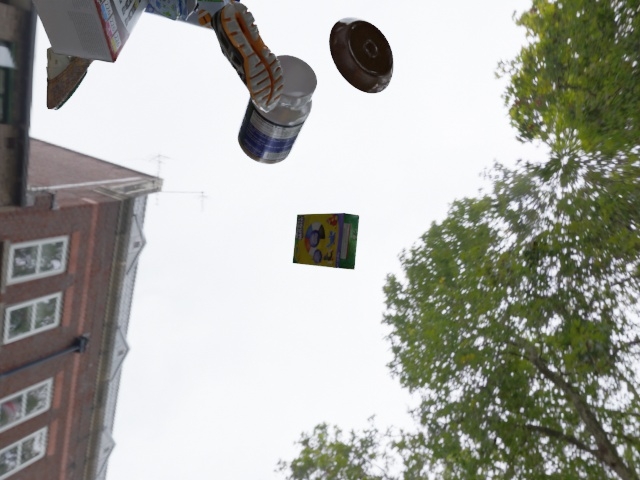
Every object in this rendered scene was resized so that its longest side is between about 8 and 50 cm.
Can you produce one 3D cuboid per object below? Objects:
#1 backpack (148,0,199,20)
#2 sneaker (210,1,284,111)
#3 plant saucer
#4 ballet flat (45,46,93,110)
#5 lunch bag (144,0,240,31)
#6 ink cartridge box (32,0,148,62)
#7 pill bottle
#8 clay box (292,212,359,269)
[{"bbox_3d":[-0.344,-0.563,1.207,0.114,0.084,0.105,31,-30,7],"label":"backpack"},{"bbox_3d":[-0.141,-0.352,1.041,0.083,0.084,0.214,14,-44,46],"label":"sneaker"},{"bbox_3d":[0.110,-0.453,1.288,0.036,0.199,0.198,-20,-91,54],"label":"plant saucer"},{"bbox_3d":[-0.639,-0.487,1.389,0.108,0.106,0.316,29,-99,44],"label":"ballet flat"},{"bbox_3d":[-0.372,-0.792,1.435,0.239,0.328,0.385,37,-61,46],"label":"lunch bag"},{"bbox_3d":[-0.429,-0.545,0.985,0.130,0.309,0.271,9,-123,1],"label":"ink cartridge box"},{"bbox_3d":[-0.107,-0.316,1.314,0.153,0.153,0.264,52,-31,9],"label":"pill bottle"},{"bbox_3d":[0.000,0.000,1.278,0.222,0.053,0.127,1,-95,53],"label":"clay box"}]
